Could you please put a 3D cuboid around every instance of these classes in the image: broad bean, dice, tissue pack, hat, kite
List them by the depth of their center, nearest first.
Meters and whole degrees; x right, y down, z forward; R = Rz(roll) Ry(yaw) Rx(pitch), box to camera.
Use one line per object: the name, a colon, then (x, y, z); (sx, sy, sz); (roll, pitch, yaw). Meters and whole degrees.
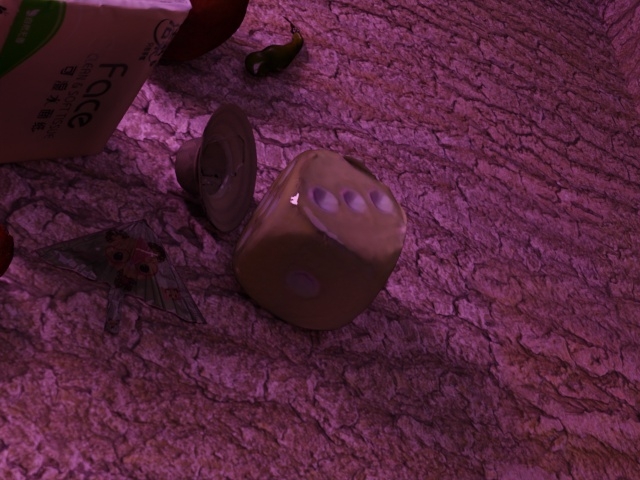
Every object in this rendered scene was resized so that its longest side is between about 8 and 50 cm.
tissue pack: (-0.457, -0.314, 1.408); (0.332, 0.405, 0.205); (-13, 67, -44)
kite: (-0.332, 0.054, 1.483); (0.323, 0.013, 0.267); (26, 42, -17)
dice: (0.000, 0.000, 1.610); (0.252, 0.254, 0.249); (33, 44, -13)
hat: (-0.222, -0.141, 1.657); (0.110, 0.252, 0.252); (4, 36, 21)
broad bean: (-0.110, -0.459, 2.080); (0.098, 0.056, 0.318); (30, 36, -5)

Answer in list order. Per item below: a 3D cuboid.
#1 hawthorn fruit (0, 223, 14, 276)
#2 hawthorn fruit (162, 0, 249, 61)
hawthorn fruit: (-0.539, 0.024, 1.252); (0.148, 0.148, 0.172); (32, 58, -12)
hawthorn fruit: (-0.308, -0.536, 1.816); (0.325, 0.308, 0.308); (-32, 78, -38)
